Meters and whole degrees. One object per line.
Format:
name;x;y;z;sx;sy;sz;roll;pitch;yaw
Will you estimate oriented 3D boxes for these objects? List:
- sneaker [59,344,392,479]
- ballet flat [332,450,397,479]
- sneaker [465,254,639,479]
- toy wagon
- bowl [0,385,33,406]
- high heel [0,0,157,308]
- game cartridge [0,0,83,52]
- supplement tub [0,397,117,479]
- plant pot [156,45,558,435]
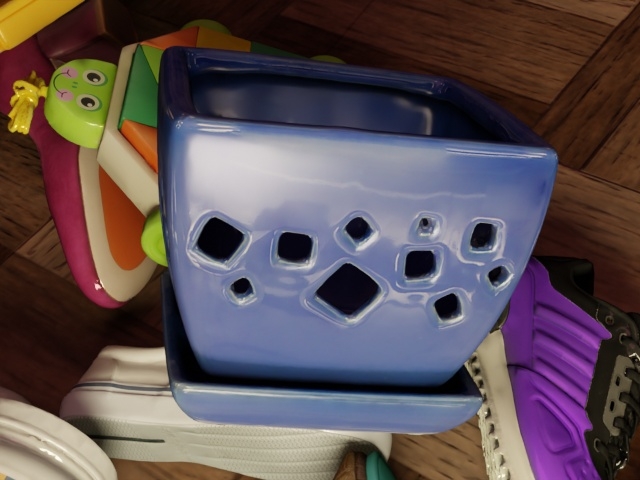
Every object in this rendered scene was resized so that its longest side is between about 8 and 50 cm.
sneaker;-0.069;0.115;0.860;0.258;0.094;0.091;5;52;17
ballet flat;0.049;0.283;0.685;0.124;0.116;0.342;-34;51;6
sneaker;0.181;0.113;0.804;0.146;0.102;0.293;-10;46;1
toy wagon;-0.089;-0.089;0.988;0.344;0.068;0.267;15;45;-14
bowl;-0.305;0.158;0.899;0.142;0.053;0.142;11;49;20
high heel;-0.247;-0.066;1.089;0.181;0.127;0.377;-28;45;20
game cartridge;-0.317;-0.282;1.240;0.285;0.052;0.324;-42;29;-26
supplement tub;-0.231;0.219;0.761;0.144;0.144;0.199;8;50;19
plant pot;0.000;0.000;0.785;0.236;0.212;0.236;4;19;-11
